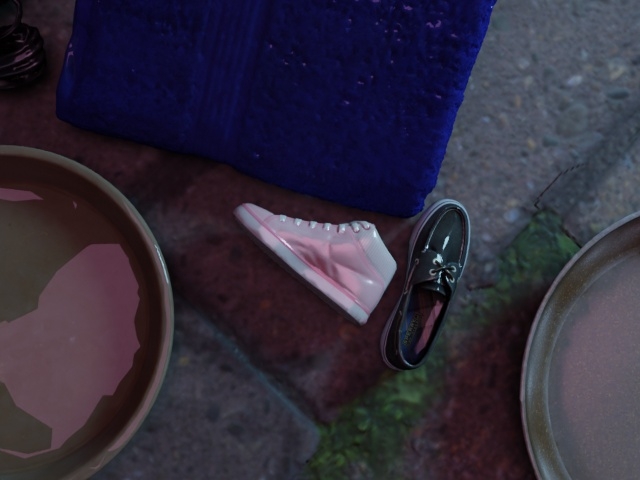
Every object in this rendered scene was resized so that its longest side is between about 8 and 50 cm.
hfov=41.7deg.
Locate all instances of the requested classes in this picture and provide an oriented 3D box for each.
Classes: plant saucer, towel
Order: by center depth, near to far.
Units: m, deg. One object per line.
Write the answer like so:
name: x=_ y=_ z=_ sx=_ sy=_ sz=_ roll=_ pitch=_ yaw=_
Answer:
towel: x=-0.037 y=-0.159 z=0.640 sx=0.308 sy=0.076 sz=0.227 roll=17 pitch=115 yaw=1
plant saucer: x=0.303 y=0.122 z=0.645 sx=0.311 sy=0.050 sz=0.310 roll=0 pitch=83 yaw=0
plant saucer: x=-0.250 y=0.065 z=0.651 sx=0.278 sy=0.041 sz=0.277 roll=0 pitch=82 yaw=0

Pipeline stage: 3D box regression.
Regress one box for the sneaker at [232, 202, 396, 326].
sneaker: x=0.000 y=0.000 z=0.657 sx=0.134 sy=0.051 sz=0.070 roll=39 pitch=82 yaw=1

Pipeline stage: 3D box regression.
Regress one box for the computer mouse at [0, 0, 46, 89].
computer mouse: x=-0.317 y=-0.254 z=0.682 sx=0.189 sy=0.072 sz=0.272 roll=-2 pitch=94 yaw=0

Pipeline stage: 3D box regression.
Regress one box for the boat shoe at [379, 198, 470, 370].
boat shoe: x=0.087 y=0.035 z=0.653 sx=0.049 sy=0.040 sz=0.142 roll=20 pitch=85 yaw=-13
